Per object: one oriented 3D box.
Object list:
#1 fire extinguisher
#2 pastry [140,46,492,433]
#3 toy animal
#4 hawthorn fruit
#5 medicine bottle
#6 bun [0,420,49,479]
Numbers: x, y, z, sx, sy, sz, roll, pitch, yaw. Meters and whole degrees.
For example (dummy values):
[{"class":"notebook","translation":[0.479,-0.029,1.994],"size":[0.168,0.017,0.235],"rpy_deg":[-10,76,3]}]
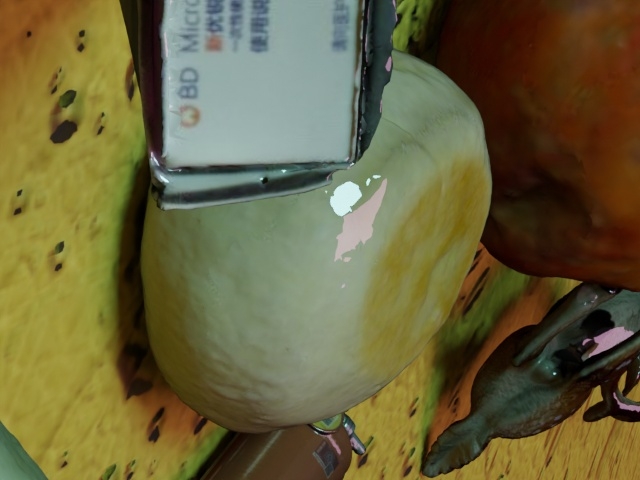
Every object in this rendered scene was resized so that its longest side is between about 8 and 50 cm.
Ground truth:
[{"class":"fire extinguisher","translation":[-0.031,0.106,0.665],"size":[0.062,0.050,0.177],"rpy_deg":[52,48,-14]},{"class":"pastry","translation":[0.000,0.000,0.610],"size":[0.156,0.092,0.156],"rpy_deg":[-41,145,-37]},{"class":"toy animal","translation":[0.160,0.048,0.928],"size":[0.244,0.087,0.260],"rpy_deg":[-17,161,-29]},{"class":"hawthorn fruit","translation":[0.140,-0.069,0.742],"size":[0.262,0.210,0.210],"rpy_deg":[-43,148,-9]},{"class":"medicine bottle","translation":[-0.023,-0.127,0.393],"size":[0.201,0.052,0.171],"rpy_deg":[-110,-159,-60]},{"class":"bun","translation":[-0.141,0.105,0.350],"size":[0.195,0.118,0.195],"rpy_deg":[-11,108,-37]}]
